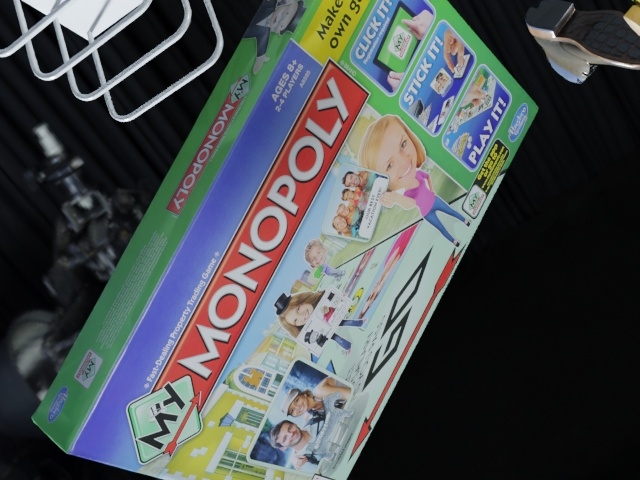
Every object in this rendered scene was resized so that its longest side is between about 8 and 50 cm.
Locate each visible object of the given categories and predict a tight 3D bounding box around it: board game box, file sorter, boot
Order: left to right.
[{"bbox_3d":[-0.268,-0.279,0.932,0.193,0.278,0.173,-29,-115,19],"label":"file sorter"},{"bbox_3d":[0.000,0.000,0.510,0.046,0.213,0.317,23,-97,45],"label":"board game box"},{"bbox_3d":[0.408,-0.280,1.248,0.082,0.106,0.219,-47,-131,-5],"label":"boot"}]

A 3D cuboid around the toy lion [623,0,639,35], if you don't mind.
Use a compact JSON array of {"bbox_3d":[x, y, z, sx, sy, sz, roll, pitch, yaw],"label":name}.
[{"bbox_3d":[0.128,-0.124,0.364,0.034,0.100,0.096,-49,161,19],"label":"toy lion"}]
